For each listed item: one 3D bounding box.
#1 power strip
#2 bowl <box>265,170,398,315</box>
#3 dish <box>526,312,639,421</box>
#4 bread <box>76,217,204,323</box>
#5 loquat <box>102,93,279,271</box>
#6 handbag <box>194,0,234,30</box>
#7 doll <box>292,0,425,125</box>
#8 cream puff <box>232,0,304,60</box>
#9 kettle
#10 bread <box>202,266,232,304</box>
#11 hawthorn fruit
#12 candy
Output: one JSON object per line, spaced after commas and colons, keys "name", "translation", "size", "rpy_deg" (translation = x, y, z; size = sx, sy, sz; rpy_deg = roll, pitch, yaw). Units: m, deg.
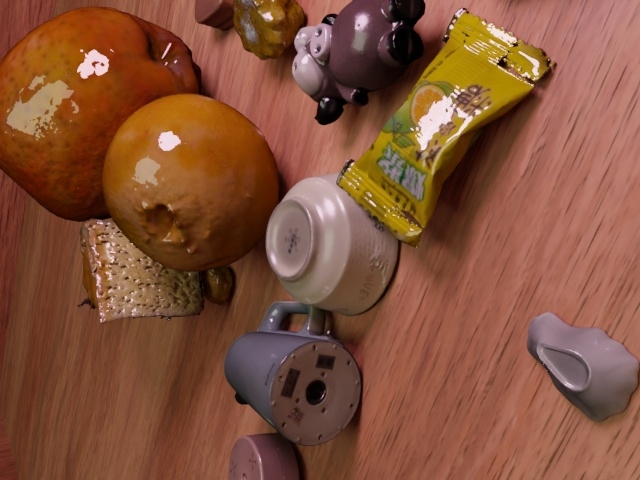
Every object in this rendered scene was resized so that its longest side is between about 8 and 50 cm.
{"name": "power strip", "translation": [-0.104, 0.424, 1.133], "size": [0.154, 0.078, 0.154], "rpy_deg": [-14, 74, 59]}
{"name": "bowl", "translation": [0.000, 0.000, 0.990], "size": [0.238, 0.126, 0.237], "rpy_deg": [-7, 81, 52]}
{"name": "dish", "translation": [0.271, 0.132, 0.691], "size": [0.137, 0.039, 0.091], "rpy_deg": [42, 121, 44]}
{"name": "bread", "translation": [-0.406, 0.113, 1.392], "size": [0.315, 0.248, 0.279], "rpy_deg": [114, 145, -51]}
{"name": "loquat", "translation": [-0.228, -0.105, 1.141], "size": [0.328, 0.328, 0.328], "rpy_deg": [-4, 85, 53]}
{"name": "handbag", "translation": [-0.203, -0.558, 1.332], "size": [0.151, 0.072, 0.193], "rpy_deg": [-3, 84, 53]}
{"name": "doll", "translation": [0.050, -0.277, 0.941], "size": [0.257, 0.117, 0.182], "rpy_deg": [-2, 80, 52]}
{"name": "cream puff", "translation": [-0.087, -0.405, 1.147], "size": [0.146, 0.116, 0.146], "rpy_deg": [36, 144, 32]}
{"name": "kettle", "translation": [-0.057, 0.198, 1.051], "size": [0.243, 0.160, 0.210], "rpy_deg": [6, 75, 59]}
{"name": "bread", "translation": [-0.218, 0.094, 1.335], "size": [0.081, 0.046, 0.083], "rpy_deg": [-8, 81, 51]}
{"name": "hawthorn fruit", "translation": [-0.453, -0.269, 1.366], "size": [0.472, 0.472, 0.472], "rpy_deg": [-4, 85, 53]}
{"name": "candy", "translation": [0.147, -0.149, 0.833], "size": [0.297, 0.081, 0.187], "rpy_deg": [-57, 46, 19]}
